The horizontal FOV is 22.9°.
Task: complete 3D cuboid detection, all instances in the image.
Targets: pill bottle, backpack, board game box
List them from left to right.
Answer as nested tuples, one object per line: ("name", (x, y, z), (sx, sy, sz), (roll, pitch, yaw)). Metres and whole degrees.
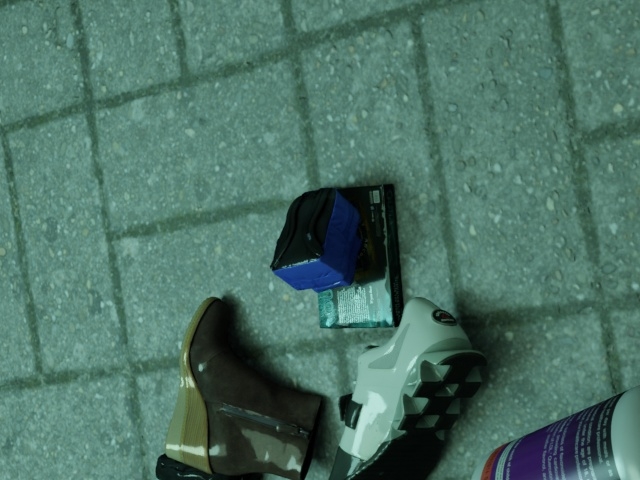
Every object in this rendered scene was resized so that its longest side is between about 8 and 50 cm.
("backpack", (-0.172, 0.392, 2.217), (0.152, 0.115, 0.182), (6, 100, 35))
("backpack", (0.000, 0.000, 2.024), (0.098, 0.101, 0.120), (-11, 55, 34))
("board game box", (0.046, 0.022, 2.068), (0.126, 0.026, 0.186), (-3, 92, 39))
("pill bottle", (0.329, 0.271, 1.749), (0.323, 0.181, 0.181), (-33, 74, 42))

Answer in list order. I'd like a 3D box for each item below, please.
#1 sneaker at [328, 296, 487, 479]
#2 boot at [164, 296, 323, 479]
("sneaker", (0.089, 0.214, 2.010), (0.330, 0.122, 0.146), (-58, 43, 27))
("boot", (-0.093, 0.205, 2.165), (0.207, 0.090, 0.248), (5, 71, 16))
